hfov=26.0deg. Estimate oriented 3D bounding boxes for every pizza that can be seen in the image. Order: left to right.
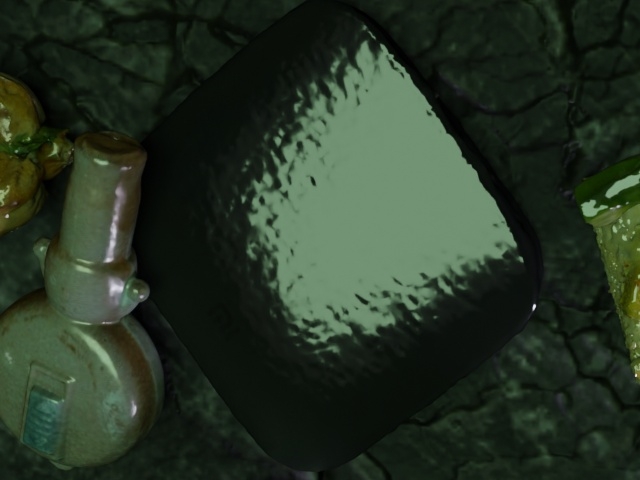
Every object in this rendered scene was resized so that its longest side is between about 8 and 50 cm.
[{"bbox_3d":[0.175,0.008,0.723,0.109,0.026,0.123,38,107,5],"label":"pizza"}]

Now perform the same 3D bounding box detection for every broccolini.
[{"bbox_3d":[0.233,-0.054,0.684,0.216,0.058,0.067,-28,62,18],"label":"broccolini"}]

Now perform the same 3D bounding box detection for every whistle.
[{"bbox_3d":[-0.131,0.043,0.761,0.107,0.057,0.220,24,120,15],"label":"whistle"}]

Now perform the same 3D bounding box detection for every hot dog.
[{"bbox_3d":[-0.254,-0.041,0.784,0.250,0.076,0.104,-4,81,9],"label":"hot dog"}]

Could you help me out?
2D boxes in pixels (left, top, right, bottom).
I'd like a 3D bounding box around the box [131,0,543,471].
[{"bbox_3d":[0.000,0.000,0.750,0.201,0.042,0.212,-38,91,17],"label":"box"}]
